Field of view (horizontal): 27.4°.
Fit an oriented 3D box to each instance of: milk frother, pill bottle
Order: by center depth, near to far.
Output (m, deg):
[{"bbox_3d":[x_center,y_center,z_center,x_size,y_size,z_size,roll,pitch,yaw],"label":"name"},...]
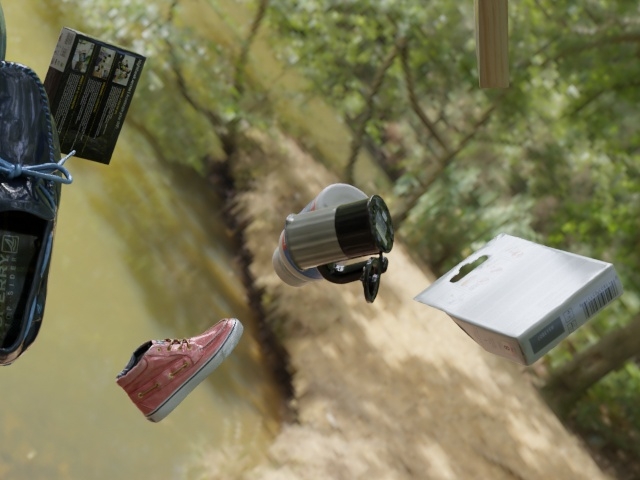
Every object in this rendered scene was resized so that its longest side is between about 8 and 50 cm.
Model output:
[{"bbox_3d":[0.025,0.021,1.814,0.129,0.134,0.143,69,25,-17],"label":"milk frother"},{"bbox_3d":[0.000,0.000,2.336,0.124,0.221,0.124,14,58,-23],"label":"pill bottle"}]

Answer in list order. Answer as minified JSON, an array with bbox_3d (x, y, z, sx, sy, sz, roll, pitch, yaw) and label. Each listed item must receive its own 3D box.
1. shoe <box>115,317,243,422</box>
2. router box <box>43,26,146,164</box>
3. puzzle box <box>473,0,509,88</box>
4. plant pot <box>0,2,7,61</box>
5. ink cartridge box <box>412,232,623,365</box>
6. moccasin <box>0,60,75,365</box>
[{"bbox_3d":[-0.184,0.149,1.711,0.081,0.178,0.063,50,-18,-17],"label":"shoe"},{"bbox_3d":[-0.349,-0.212,1.950,0.133,0.179,0.046,14,10,-45],"label":"router box"},{"bbox_3d":[0.281,-0.490,2.172,0.272,0.052,0.409,-83,170,-58],"label":"puzzle box"},{"bbox_3d":[-0.514,-0.253,1.594,0.293,0.293,0.196,50,7,-11],"label":"plant pot"},{"bbox_3d":[0.271,0.077,1.819,0.232,0.189,0.066,14,-47,58],"label":"ink cartridge box"},{"bbox_3d":[-0.334,-0.032,1.455,0.117,0.137,0.342,173,-86,-70],"label":"moccasin"}]
